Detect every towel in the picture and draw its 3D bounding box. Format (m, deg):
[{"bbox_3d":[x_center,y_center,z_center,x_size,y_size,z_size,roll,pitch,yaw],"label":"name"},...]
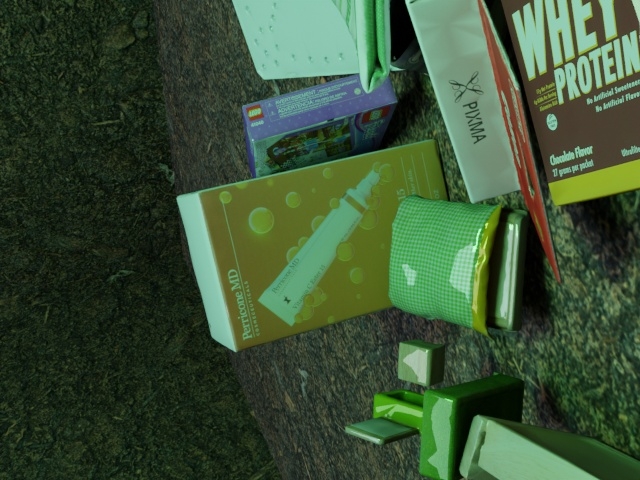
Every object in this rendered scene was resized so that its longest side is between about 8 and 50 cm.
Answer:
[{"bbox_3d":[0.025,-0.329,0.846,0.324,0.038,0.247,-104,5,-54],"label":"towel"}]

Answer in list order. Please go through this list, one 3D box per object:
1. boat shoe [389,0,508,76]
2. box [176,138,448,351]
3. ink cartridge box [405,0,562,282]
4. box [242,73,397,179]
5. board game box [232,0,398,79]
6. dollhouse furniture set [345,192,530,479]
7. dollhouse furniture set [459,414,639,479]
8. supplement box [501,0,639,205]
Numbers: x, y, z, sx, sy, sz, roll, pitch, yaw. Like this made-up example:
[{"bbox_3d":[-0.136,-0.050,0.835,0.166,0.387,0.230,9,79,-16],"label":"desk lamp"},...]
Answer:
[{"bbox_3d":[0.141,-0.309,0.800,0.355,0.130,0.132,96,154,-46],"label":"boat shoe"},{"bbox_3d":[0.000,0.000,1.108,0.168,0.346,0.214,-178,74,-71],"label":"box"},{"bbox_3d":[0.147,-0.128,0.741,0.296,0.066,0.261,57,-159,-51],"label":"ink cartridge box"},{"bbox_3d":[-0.008,-0.150,1.162,0.293,0.201,0.057,107,146,-78],"label":"box"},{"bbox_3d":[-0.028,-0.426,1.096,0.390,0.050,0.389,12,126,53],"label":"board game box"},{"bbox_3d":[0.126,0.099,0.938,0.198,0.151,0.301,8,99,44],"label":"dollhouse furniture set"},{"bbox_3d":[0.232,0.406,0.753,0.256,0.362,0.394,16,91,68],"label":"dollhouse furniture set"},{"bbox_3d":[0.247,-0.142,0.519,0.129,0.194,0.191,164,92,-72],"label":"supplement box"}]
